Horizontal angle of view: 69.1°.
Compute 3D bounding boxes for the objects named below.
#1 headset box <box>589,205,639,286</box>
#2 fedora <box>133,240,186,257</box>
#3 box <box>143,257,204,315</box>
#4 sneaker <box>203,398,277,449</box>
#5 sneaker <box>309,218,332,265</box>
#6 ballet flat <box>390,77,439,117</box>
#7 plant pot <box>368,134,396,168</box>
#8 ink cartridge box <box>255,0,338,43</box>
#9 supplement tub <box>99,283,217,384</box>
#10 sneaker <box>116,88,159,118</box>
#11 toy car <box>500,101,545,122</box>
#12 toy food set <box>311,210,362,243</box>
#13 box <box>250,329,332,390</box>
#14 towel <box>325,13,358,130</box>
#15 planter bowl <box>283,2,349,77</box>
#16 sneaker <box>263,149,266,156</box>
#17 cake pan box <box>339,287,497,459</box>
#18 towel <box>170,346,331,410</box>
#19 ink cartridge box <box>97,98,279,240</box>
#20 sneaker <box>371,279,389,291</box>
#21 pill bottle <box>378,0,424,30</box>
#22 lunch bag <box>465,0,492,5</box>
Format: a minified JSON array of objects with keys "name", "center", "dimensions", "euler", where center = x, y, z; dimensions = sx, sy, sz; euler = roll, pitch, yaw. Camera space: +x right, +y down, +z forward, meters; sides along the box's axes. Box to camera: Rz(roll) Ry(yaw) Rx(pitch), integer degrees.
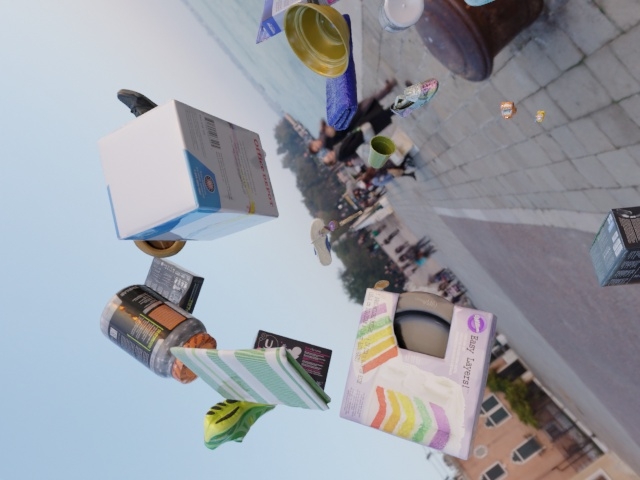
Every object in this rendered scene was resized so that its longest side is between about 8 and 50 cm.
[{"name":"headset box","center":[0.934,0.012,1.275],"dimensions":[0.246,0.283,0.131],"euler":[63,-155,-57]},{"name":"fedora","center":[-0.512,-0.042,1.497],"dimensions":[0.194,0.194,0.079],"euler":[49,179,-10]},{"name":"box","center":[-0.517,0.174,1.598],"dimensions":[0.232,0.183,0.059],"euler":[19,178,36]},{"name":"sneaker","center":[-0.239,0.515,1.366],"dimensions":[0.109,0.124,0.295],"euler":[27,-165,29]},{"name":"sneaker","center":[-0.001,0.000,1.466],"dimensions":[0.084,0.058,0.152],"euler":[-115,8,-77]},{"name":"ballet flat","center":[0.298,-0.469,1.534],"dimensions":[0.079,0.077,0.221],"euler":[9,169,-19]},{"name":"plant pot","center":[0.182,-0.267,1.437],"dimensions":[0.083,0.083,0.079],"euler":[52,152,19]},{"name":"ink cartridge box","center":[-0.062,-0.693,1.323],"dimensions":[0.065,0.311,0.186],"euler":[45,-145,-43]},{"name":"supplement tub","center":[-0.475,0.277,1.376],"dimensions":[0.316,0.194,0.193],"euler":[27,178,22]},{"name":"sneaker","center":[-0.689,-0.481,1.790],"dimensions":[0.227,0.130,0.087],"euler":[33,152,-24]},{"name":"toy car","center":[0.561,-0.354,1.293],"dimensions":[0.122,0.041,0.060],"euler":[12,173,19]},{"name":"toy food set","center":[0.031,-0.034,1.048],"dimensions":[0.019,0.122,0.078],"euler":[58,149,2]},{"name":"box","center":[-0.107,0.392,1.492],"dimensions":[0.247,0.142,0.163],"euler":[18,158,-8]},{"name":"towel","center":[0.058,-0.540,1.523],"dimensions":[0.227,0.076,0.308],"euler":[134,132,-80]},{"name":"planter bowl","center":[0.011,-0.556,1.248],"dimensions":[0.217,0.090,0.217],"euler":[34,160,14]},{"name":"sneaker","center":[-0.288,-0.354,1.713],"dimensions":[0.240,0.091,0.126],"euler":[10,112,48]},{"name":"cake pan box","center":[0.181,0.231,0.868],"dimensions":[0.245,0.267,0.070],"euler":[11,170,25]},{"name":"towel","center":[-0.162,0.319,1.094],"dimensions":[0.248,0.324,0.038],"euler":[57,-140,-37]},{"name":"ink cartridge box","center":[-0.247,-0.117,0.922],"dimensions":[0.270,0.197,0.198],"euler":[2,-109,-65]},{"name":"sneaker","center":[0.177,0.154,1.422],"dimensions":[0.032,0.083,0.037],"euler":[32,145,44]},{"name":"pill bottle","center":[0.265,-0.783,1.586],"dimensions":[0.130,0.130,0.246],"euler":[48,-168,-15]},{"name":"lunch bag","center":[0.281,-0.459,0.598],"dimensions":[0.107,0.224,0.279],"euler":[26,162,-29]}]
